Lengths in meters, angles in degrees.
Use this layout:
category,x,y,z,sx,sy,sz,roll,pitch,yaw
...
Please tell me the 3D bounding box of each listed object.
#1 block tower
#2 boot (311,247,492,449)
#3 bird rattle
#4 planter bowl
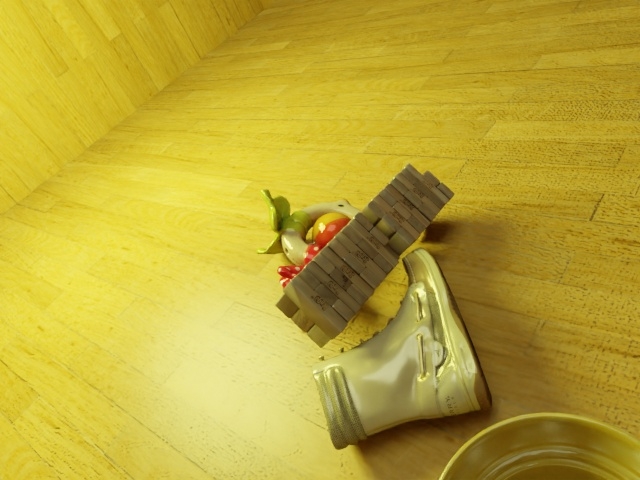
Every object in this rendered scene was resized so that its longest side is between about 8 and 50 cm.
category,x,y,z,sx,sy,sz,roll,pitch,yaw
block tower,0.070,0.011,0.772,0.335,0.091,0.097,-43,-6,-40
boot,0.086,0.130,0.697,0.203,0.095,0.262,-22,39,10
bird rattle,0.000,0.000,0.887,0.206,0.143,0.253,-21,36,-18
planter bowl,0.208,0.266,0.449,0.217,0.090,0.217,-18,38,14
